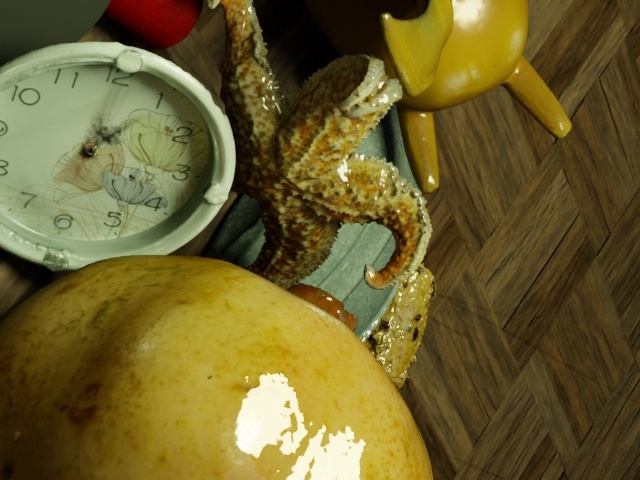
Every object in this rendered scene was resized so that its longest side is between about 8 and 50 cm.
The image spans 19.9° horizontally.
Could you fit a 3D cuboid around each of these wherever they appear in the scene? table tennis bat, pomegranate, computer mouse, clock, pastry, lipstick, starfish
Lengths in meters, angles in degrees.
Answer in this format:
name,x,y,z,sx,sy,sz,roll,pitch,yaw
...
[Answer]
name,x,y,z,sx,sy,sz,roll,pitch,yaw
table tennis bat,-0.269,-0.171,1.408,0.274,0.021,0.154,-37,140,-19
pomegranate,-0.103,0.190,1.489,0.416,0.416,0.416,-18,114,-48
computer mouse,0.002,0.000,1.787,0.374,0.114,0.203,-61,140,-19
clock,-0.189,-0.074,1.490,0.053,0.236,0.236,-99,167,-50
pastry,0.081,0.087,1.962,0.080,0.056,0.140,24,87,-44
lipstick,-0.194,-0.237,1.504,0.241,0.080,0.080,29,77,-50
starfish,-0.046,-0.072,1.564,0.113,0.303,0.312,-52,133,-50

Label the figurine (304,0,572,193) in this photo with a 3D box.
name,x,y,z,sx,sy,sz,roll,pitch,yaw
figurine,0.082,-0.254,1.644,0.387,0.268,0.401,69,32,-51
